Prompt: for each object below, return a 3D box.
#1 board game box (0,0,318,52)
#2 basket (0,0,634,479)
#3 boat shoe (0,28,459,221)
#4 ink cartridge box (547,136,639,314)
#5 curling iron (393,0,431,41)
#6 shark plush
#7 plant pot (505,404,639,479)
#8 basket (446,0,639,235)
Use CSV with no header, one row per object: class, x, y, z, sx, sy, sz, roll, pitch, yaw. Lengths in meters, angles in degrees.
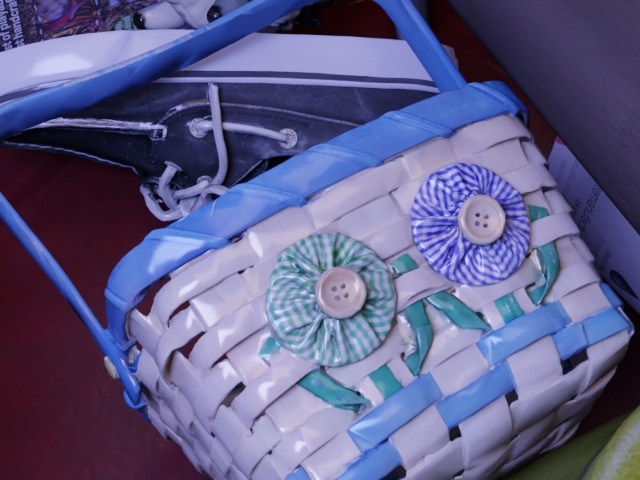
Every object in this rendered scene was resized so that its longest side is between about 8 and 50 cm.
board game box,-0.151,-0.212,0.829,0.291,0.232,0.141,-22,63,-17
basket,0.000,0.000,0.692,0.254,0.201,0.289,-29,64,-20
boat shoe,-0.062,-0.060,0.821,0.306,0.113,0.105,-1,81,-19
ink cartridge box,0.247,-0.006,0.775,0.100,0.172,0.237,-36,69,-20
curling iron,0.069,-0.205,0.956,0.068,0.035,0.274,4,59,-2
shark plush,-0.036,-0.156,0.821,0.161,0.073,0.067,-1,94,-37
plant pot,0.169,0.212,0.536,0.366,0.353,0.367,2,60,-3
basket,0.159,-0.104,0.641,0.204,0.154,0.227,-16,54,-42
